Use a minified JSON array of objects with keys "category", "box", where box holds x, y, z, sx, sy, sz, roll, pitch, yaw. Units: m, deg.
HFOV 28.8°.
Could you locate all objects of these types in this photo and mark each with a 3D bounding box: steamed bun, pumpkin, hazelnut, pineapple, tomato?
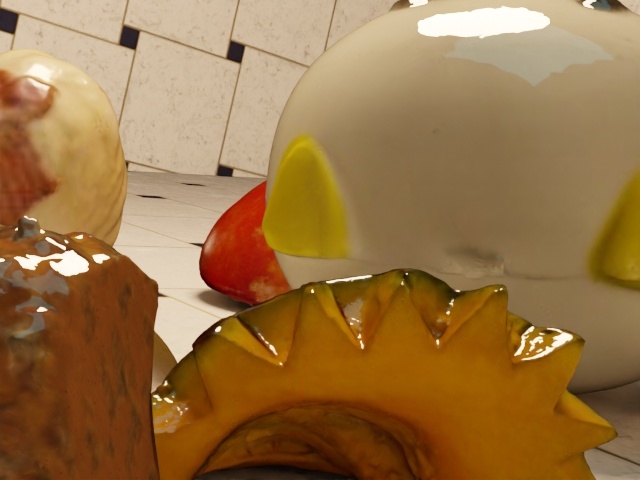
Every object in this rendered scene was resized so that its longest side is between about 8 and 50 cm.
[{"category":"steamed bun","box":[0.143,-0.036,0.953,0.374,0.334,0.334,2,4,16]},{"category":"pumpkin","box":[0.020,0.071,0.663,0.254,0.130,0.149,4,6,-6]},{"category":"hazelnut","box":[-0.313,-0.054,1.281,0.261,0.261,0.241,-1,41,-51]},{"category":"pineapple","box":[-0.201,0.074,0.468,0.279,0.157,0.158,-5,4,8]},{"category":"tomato","box":[0.000,0.000,1.273,0.233,0.139,0.200,3,13,-27]}]

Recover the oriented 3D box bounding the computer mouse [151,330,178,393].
[{"category":"computer mouse","box":[-0.194,0.067,0.779,0.158,0.072,0.310,5,5,-26]}]
